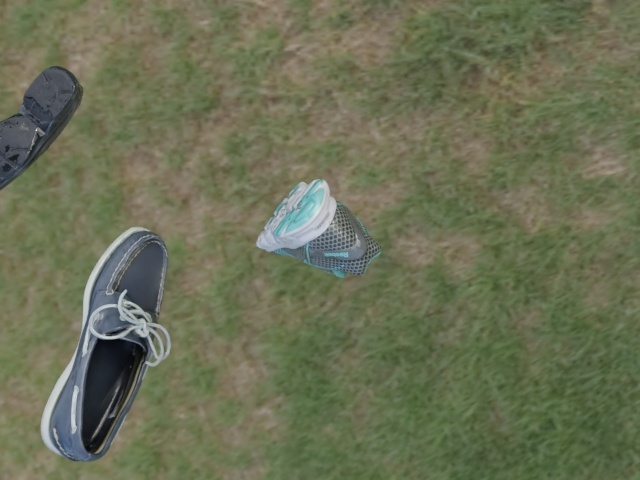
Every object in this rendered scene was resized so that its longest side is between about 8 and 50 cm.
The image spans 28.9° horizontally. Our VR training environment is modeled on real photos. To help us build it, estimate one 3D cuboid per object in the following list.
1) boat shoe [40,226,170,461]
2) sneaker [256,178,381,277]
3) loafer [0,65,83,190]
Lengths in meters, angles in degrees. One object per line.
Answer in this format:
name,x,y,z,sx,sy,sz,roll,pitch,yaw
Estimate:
boat shoe,-0.210,0.105,1.287,0.079,0.095,0.254,0,61,50
sneaker,0.000,0.000,0.930,0.076,0.166,0.065,38,88,-8
loafer,-0.314,-0.108,1.337,0.062,0.061,0.170,44,89,13
